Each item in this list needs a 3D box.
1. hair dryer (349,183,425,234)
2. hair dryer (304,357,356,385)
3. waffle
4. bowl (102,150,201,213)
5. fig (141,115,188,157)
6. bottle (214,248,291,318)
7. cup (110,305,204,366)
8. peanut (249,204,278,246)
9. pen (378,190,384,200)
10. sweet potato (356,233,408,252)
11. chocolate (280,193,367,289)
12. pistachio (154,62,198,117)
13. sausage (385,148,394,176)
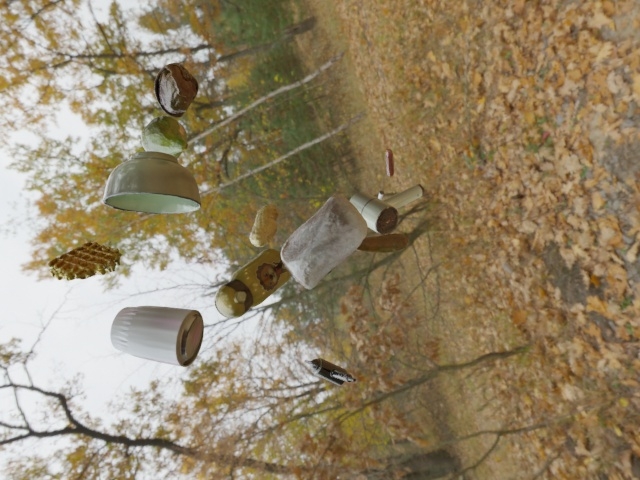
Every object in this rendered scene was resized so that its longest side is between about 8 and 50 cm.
[{"bbox_3d":[0.319,-0.166,1.992,0.203,0.361,0.128,36,145,48],"label":"hair dryer"},{"bbox_3d":[0.062,0.565,1.975,0.195,0.078,0.248,31,160,-23],"label":"hair dryer"},{"bbox_3d":[-0.875,0.089,1.738,0.229,0.218,0.057,-46,-38,-53],"label":"waffle"},{"bbox_3d":[-0.633,-0.223,1.751,0.354,0.353,0.185,58,-150,-80],"label":"bowl"},{"bbox_3d":[-0.677,-0.441,2.061,0.275,0.206,0.206,32,152,43],"label":"fig"},{"bbox_3d":[-0.278,0.184,1.851,0.351,0.171,0.172,-42,-61,-49],"label":"bottle"},{"bbox_3d":[-0.732,0.424,2.096,0.253,0.371,0.254,5,-90,-77],"label":"cup"},{"bbox_3d":[-0.317,-0.090,2.695,0.319,0.147,0.148,-75,-26,-44],"label":"peanut"},{"bbox_3d":[0.297,-0.181,2.337,0.204,0.025,0.025,92,164,-58],"label":"pen"},{"bbox_3d":[0.205,0.011,1.692,0.075,0.273,0.076,179,90,-70],"label":"sweet potato"},{"bbox_3d":[0.000,0.000,1.459,0.185,0.303,0.100,50,-170,22],"label":"chocolate"},{"bbox_3d":[-0.554,-0.574,1.777,0.131,0.165,0.210,-115,30,-47],"label":"pistachio"},{"bbox_3d":[0.299,-0.332,1.981,0.147,0.035,0.030,73,-167,-49],"label":"sausage"}]
